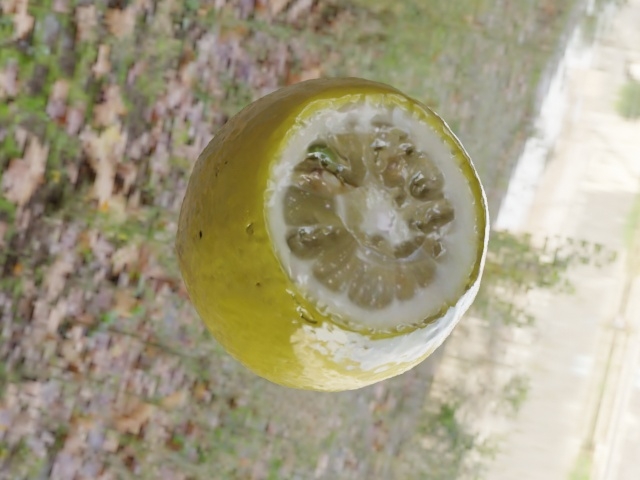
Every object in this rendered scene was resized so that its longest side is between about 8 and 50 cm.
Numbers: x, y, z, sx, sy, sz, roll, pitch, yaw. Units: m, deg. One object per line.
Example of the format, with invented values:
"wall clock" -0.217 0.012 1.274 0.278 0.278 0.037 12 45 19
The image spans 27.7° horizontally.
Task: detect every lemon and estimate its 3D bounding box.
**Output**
"lemon" 0.000 0.000 1.015 0.219 0.240 0.240 -27 -137 64
